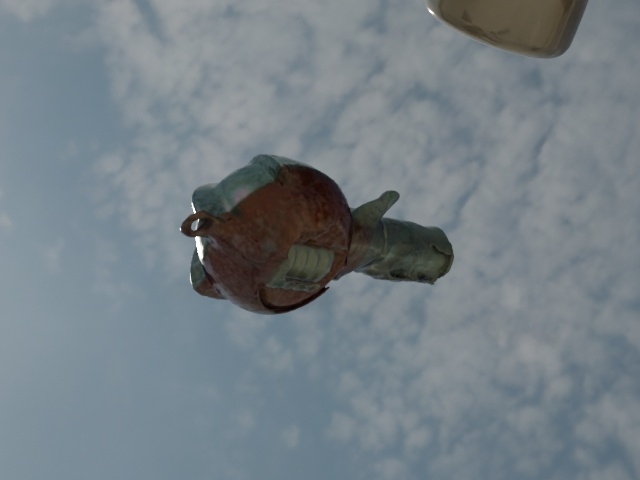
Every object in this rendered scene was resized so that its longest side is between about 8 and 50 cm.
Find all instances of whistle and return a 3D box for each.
[{"bbox_3d":[0.000,0.001,1.319,0.134,0.346,0.142,24,-80,41],"label":"whistle"}]

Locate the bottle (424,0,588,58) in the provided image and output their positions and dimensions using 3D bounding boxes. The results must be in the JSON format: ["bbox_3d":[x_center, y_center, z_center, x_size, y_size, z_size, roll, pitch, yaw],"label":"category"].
[{"bbox_3d":[0.199,-0.300,1.321,0.148,0.147,0.236,24,-69,12],"label":"bottle"}]
